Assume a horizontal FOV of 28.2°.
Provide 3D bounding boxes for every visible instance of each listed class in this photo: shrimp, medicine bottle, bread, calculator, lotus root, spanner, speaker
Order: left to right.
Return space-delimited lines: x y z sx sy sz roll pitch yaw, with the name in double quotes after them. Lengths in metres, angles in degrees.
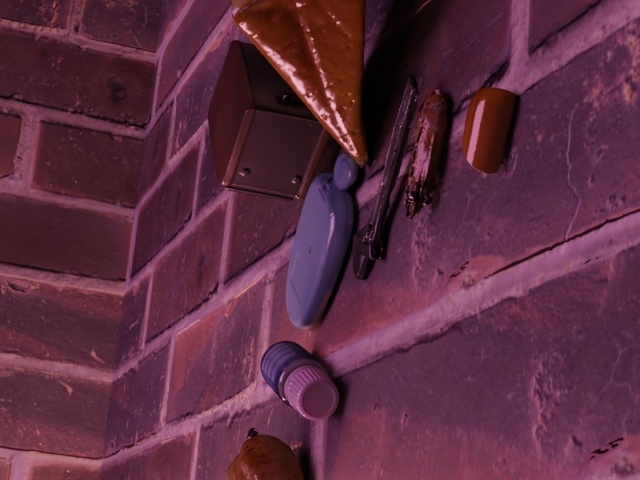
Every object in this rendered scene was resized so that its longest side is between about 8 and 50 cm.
-0.085 0.368 1.966 0.125 0.118 0.221 -43 22 5 "lotus root"
-0.091 -0.205 2.155 0.231 0.153 0.192 -106 31 -51 "speaker"
-0.030 0.213 1.937 0.203 0.083 0.083 -153 75 -71 "medicine bottle"
0.000 0.000 2.031 0.188 0.042 0.302 -114 35 -61 "calculator"
0.043 -0.314 1.887 0.245 0.361 0.233 -27 37 17 "bread"
0.093 -0.080 1.792 0.093 0.026 0.325 -111 30 -56 "spanner"
0.140 -0.114 1.691 0.091 0.043 0.184 128 154 -68 "shrimp"
0.195 -0.131 1.513 0.062 0.049 0.103 -162 85 -72 "bread"
